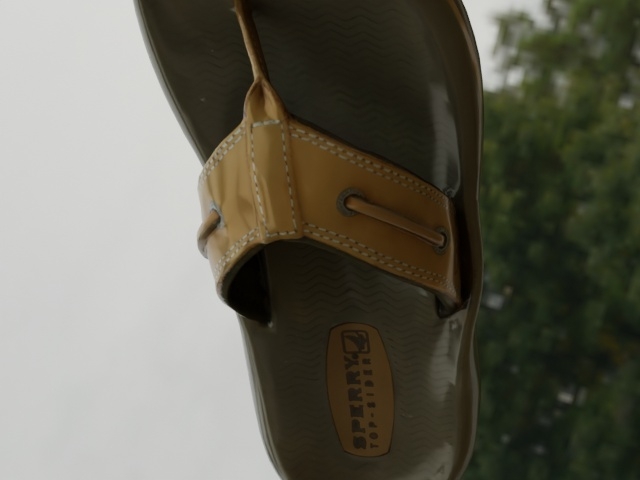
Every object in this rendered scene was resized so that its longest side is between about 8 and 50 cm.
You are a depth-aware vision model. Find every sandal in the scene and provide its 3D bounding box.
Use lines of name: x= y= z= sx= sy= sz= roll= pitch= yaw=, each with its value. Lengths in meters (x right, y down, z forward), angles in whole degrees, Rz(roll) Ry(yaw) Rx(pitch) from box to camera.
sandal: x=0.000 y=0.000 z=0.417 sx=0.049 sy=0.072 sz=0.180 roll=-67 pitch=-27 yaw=-53
